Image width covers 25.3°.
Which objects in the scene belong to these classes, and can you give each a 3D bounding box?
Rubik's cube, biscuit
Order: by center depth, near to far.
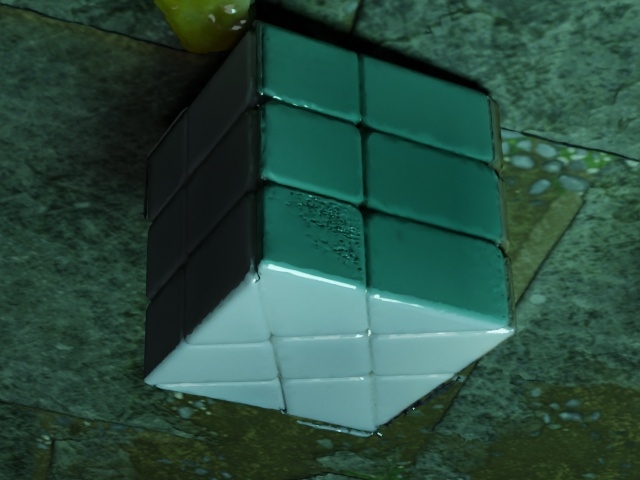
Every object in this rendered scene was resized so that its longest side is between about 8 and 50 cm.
[{"bbox_3d":[-0.054,-0.213,1.042,0.183,0.039,0.174,-9,140,23],"label":"biscuit"},{"bbox_3d":[0.000,0.000,1.138,0.231,0.225,0.221,15,147,-24],"label":"Rubik's cube"}]
